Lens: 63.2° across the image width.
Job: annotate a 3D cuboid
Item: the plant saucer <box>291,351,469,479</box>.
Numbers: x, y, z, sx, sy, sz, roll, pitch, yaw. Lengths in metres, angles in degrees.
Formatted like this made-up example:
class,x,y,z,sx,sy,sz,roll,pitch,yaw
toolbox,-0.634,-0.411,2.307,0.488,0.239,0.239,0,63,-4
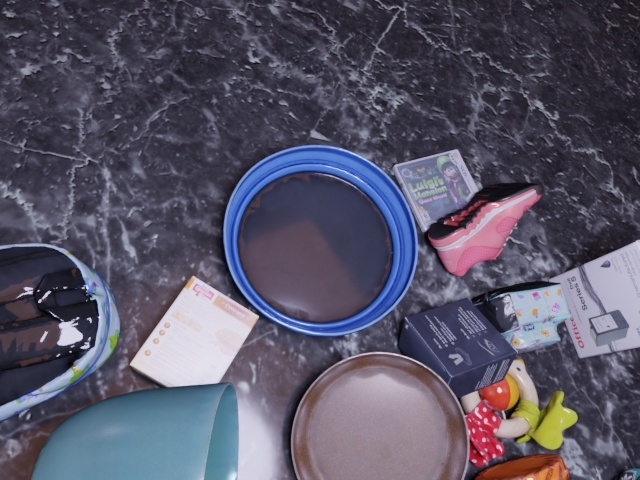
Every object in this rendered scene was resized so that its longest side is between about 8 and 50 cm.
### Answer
class,x,y,z,sx,sy,sz,roll,pitch,yaw
plant saucer,0.104,0.355,0.926,0.311,0.050,0.310,0,80,0

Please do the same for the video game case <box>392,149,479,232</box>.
class,x,y,z,sx,sy,sz,roll,pitch,yaw
video game case,0.285,-0.122,1.233,0.191,0.022,0.173,-17,75,-23

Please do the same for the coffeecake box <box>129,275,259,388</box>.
class,x,y,z,sx,sy,sz,roll,pitch,yaw
coffeecake box,-0.220,0.181,0.924,0.142,0.068,0.185,32,63,-3

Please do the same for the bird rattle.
class,x,y,z,sx,sy,sz,roll,pitch,yaw
bird rattle,0.354,0.336,1.044,0.254,0.143,0.206,-4,58,-6

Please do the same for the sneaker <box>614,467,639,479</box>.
class,x,y,z,sx,sy,sz,roll,pitch,yaw
sneaker,0.616,0.528,1.039,0.303,0.108,0.120,-7,71,-29

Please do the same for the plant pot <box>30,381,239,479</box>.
class,x,y,z,sx,sy,sz,roll,pitch,yaw
plant pot,-0.255,0.349,0.736,0.236,0.293,0.292,1,68,-1

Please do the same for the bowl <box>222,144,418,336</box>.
class,x,y,z,sx,sy,sz,roll,pitch,yaw
bowl,0.000,0.000,1.045,0.392,0.077,0.390,4,72,-12

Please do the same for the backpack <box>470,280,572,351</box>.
class,x,y,z,sx,sy,sz,roll,pitch,yaw
backpack,0.420,0.158,1.084,0.189,0.166,0.144,-16,76,-19

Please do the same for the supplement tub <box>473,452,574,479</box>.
class,x,y,z,sx,sy,sz,roll,pitch,yaw
supplement tub,0.404,0.563,0.895,0.207,0.207,0.337,-11,73,-21

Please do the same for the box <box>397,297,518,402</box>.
class,x,y,z,sx,sy,sz,roll,pitch,yaw
box,0.263,0.212,1.019,0.159,0.093,0.156,-13,42,-22

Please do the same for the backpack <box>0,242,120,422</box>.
class,x,y,z,sx,sy,sz,roll,pitch,yaw
backpack,-0.491,0.140,0.773,0.356,0.273,0.289,-24,75,-2

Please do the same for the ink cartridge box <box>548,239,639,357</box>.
class,x,y,z,sx,sy,sz,roll,pitch,yaw
ink cartridge box,0.648,0.129,1.110,0.115,0.273,0.198,-9,72,-18

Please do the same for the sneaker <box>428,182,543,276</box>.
class,x,y,z,sx,sy,sz,roll,pitch,yaw
sneaker,0.383,-0.030,1.188,0.314,0.116,0.136,-30,111,-18

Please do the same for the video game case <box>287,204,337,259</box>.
class,x,y,z,sx,sy,sz,roll,pitch,yaw
video game case,0.030,-0.053,1.126,0.143,0.019,0.157,43,64,3
